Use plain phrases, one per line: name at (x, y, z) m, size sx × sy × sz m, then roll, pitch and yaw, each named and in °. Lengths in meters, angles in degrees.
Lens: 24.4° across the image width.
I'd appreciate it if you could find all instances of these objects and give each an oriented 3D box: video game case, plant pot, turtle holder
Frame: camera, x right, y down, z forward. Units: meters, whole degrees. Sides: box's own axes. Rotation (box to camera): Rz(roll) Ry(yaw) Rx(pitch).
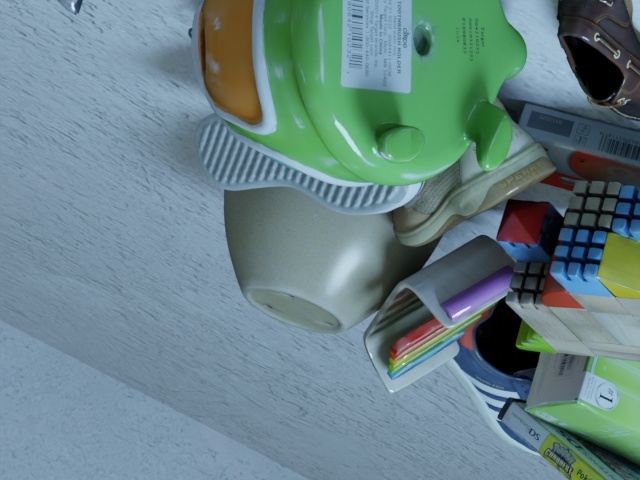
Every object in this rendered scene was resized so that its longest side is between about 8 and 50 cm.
video game case at (0.381, 0.289, 1.816) m, size 0.275 × 0.035 × 0.248 m, roll 17°, pitch -163°, yaw -45°
plant pot at (0.000, 0.000, 1.780) m, size 0.284 × 0.191 × 0.284 m, roll 17°, pitch 160°, yaw 6°
turtle holder at (0.038, -0.179, 1.251) m, size 0.227 × 0.320 × 0.243 m, roll 2°, pitch 122°, yaw 40°

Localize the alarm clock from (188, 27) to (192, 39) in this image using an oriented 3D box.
alarm clock at (-0.064, -0.203, 1.495) m, size 0.192 × 0.064 × 0.129 m, roll 6°, pitch 157°, yaw 42°

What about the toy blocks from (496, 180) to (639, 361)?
toy blocks at (0.323, 0.035, 1.459) m, size 0.381 × 0.191 × 0.261 m, roll 5°, pitch 158°, yaw 36°

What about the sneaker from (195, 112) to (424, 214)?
sneaker at (0.013, -0.106, 1.544) m, size 0.127 × 0.126 × 0.321 m, roll -21°, pitch -158°, yaw -38°

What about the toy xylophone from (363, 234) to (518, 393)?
toy xylophone at (0.162, 0.073, 1.766) m, size 0.081 × 0.236 × 0.323 m, roll 56°, pitch 169°, yaw 12°

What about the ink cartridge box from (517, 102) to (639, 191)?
ink cartridge box at (0.272, -0.071, 1.543) m, size 0.145 × 0.045 × 0.179 m, roll 16°, pitch 158°, yaw 12°

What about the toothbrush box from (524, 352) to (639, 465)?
toothbrush box at (0.414, 0.160, 1.779) m, size 0.283 × 0.206 × 0.122 m, roll 27°, pitch 160°, yaw -18°

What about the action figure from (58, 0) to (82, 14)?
action figure at (-0.085, -0.278, 0.894) m, size 0.341 × 0.330 × 0.178 m, roll 28°, pitch 160°, yaw -21°

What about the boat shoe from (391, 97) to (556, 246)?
boat shoe at (0.139, -0.077, 1.533) m, size 0.110 × 0.121 × 0.341 m, roll 59°, pitch 163°, yaw 1°

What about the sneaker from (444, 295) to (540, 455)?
sneaker at (0.284, 0.185, 2.035) m, size 0.350 × 0.131 × 0.148 m, roll 43°, pitch 151°, yaw -29°

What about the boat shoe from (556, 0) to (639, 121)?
boat shoe at (0.250, -0.154, 1.296) m, size 0.073 × 0.073 × 0.207 m, roll 6°, pitch 158°, yaw 32°
